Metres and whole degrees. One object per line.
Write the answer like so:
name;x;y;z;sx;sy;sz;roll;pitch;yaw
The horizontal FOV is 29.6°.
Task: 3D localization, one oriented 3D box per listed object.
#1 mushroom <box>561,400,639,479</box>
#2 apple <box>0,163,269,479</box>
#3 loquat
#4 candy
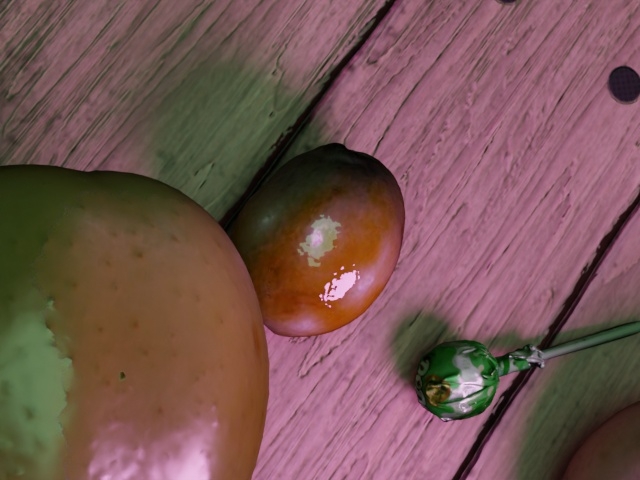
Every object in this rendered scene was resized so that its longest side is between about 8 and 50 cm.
mushroom;0.444;0.350;1.365;0.362;0.294;0.362;-10;65;22
apple;-0.271;0.149;1.105;0.473;0.473;0.474;2;83;-15
loquat;0.000;0.000;1.337;0.179;0.179;0.227;44;79;-6
candy;0.257;0.137;1.446;0.323;0.097;0.097;-13;87;-24
